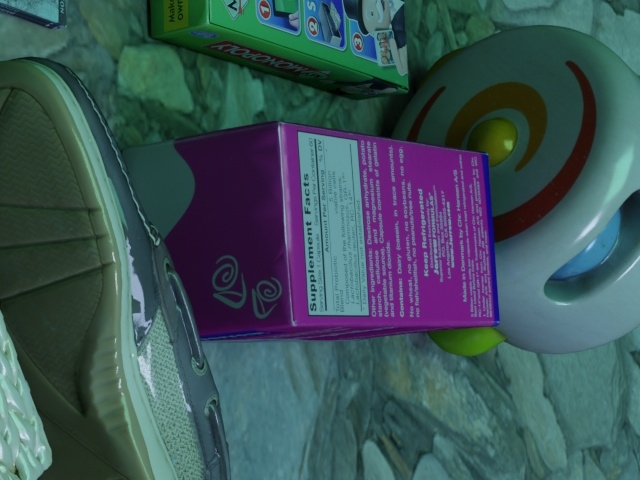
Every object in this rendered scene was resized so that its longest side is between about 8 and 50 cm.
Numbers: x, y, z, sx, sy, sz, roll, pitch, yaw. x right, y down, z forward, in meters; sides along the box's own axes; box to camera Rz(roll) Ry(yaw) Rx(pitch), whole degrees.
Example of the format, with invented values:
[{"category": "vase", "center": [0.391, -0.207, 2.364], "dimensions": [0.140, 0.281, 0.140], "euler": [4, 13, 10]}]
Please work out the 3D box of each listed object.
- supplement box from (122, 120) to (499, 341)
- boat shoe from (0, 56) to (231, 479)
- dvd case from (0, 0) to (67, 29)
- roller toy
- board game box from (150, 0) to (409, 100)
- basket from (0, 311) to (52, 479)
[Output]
[{"category": "supplement box", "center": [0.000, 0.000, 1.055], "dimensions": [0.220, 0.111, 0.114], "euler": [6, 79, -54]}, {"category": "boat shoe", "center": [-0.109, 0.042, 0.904], "dimensions": [0.092, 0.102, 0.285], "euler": [-42, 121, -57]}, {"category": "dvd case", "center": [-0.171, -0.162, 0.926], "dimensions": [0.119, 0.013, 0.087], "euler": [17, 70, -54]}, {"category": "roller toy", "center": [0.142, -0.038, 1.199], "dimensions": [0.146, 0.191, 0.209], "euler": [38, 54, -45]}, {"category": "board game box", "center": [-0.025, -0.261, 1.133], "dimensions": [0.213, 0.046, 0.317], "euler": [11, 74, -54]}, {"category": "basket", "center": [-0.198, 0.052, 0.757], "dimensions": [0.103, 0.113, 0.167], "euler": [-39, 115, -56]}]
